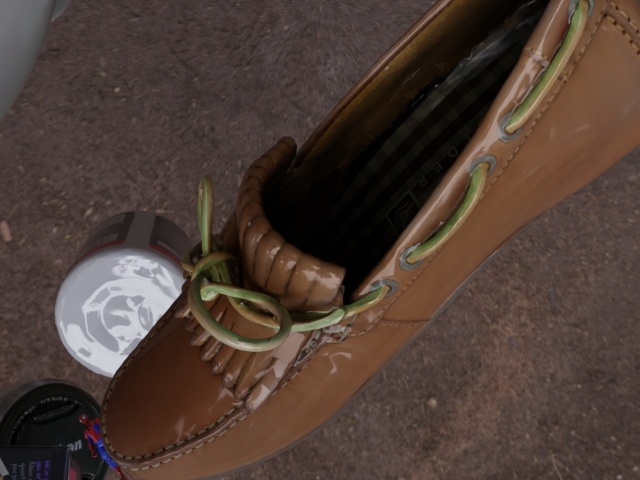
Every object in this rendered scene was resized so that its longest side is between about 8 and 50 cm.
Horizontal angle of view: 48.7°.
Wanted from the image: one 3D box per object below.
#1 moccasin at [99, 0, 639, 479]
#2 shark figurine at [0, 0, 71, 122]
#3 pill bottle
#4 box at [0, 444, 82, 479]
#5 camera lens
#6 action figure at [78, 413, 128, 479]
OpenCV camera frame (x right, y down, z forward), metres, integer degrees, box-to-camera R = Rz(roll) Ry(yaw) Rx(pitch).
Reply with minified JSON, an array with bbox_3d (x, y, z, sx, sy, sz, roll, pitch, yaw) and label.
[{"bbox_3d":[0.001,0.002,0.374,0.380,0.139,0.147,-38,140,24],"label":"moccasin"},{"bbox_3d":[-0.124,-0.156,0.264,0.116,0.166,0.278,13,122,21],"label":"shark figurine"},{"bbox_3d":[-0.264,0.055,1.017,0.176,0.318,0.176,-2,105,-9],"label":"pill bottle"},{"bbox_3d":[-0.430,0.319,0.823,0.270,0.165,0.143,5,65,-12],"label":"box"},{"bbox_3d":[-0.489,0.341,1.132,0.274,0.219,0.219,-15,111,36],"label":"camera lens"},{"bbox_3d":[-0.296,0.279,0.966,0.115,0.030,0.038,40,95,27],"label":"action figure"}]
